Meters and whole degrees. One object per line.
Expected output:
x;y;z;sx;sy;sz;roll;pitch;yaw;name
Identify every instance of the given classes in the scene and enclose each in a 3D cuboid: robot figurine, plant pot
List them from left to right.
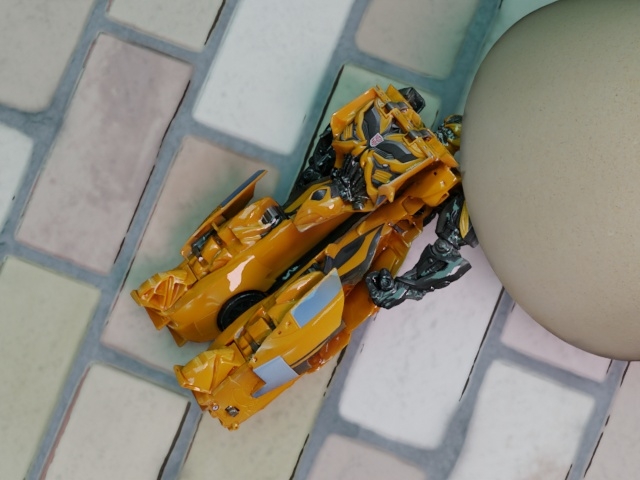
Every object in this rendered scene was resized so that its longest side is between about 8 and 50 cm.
0.000;0.000;1.500;0.291;0.085;0.211;-42;43;6;robot figurine
0.269;-0.066;1.415;0.284;0.191;0.284;6;76;-27;plant pot
